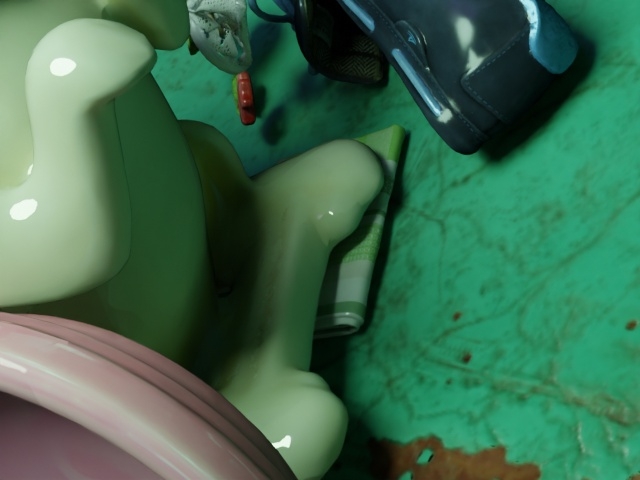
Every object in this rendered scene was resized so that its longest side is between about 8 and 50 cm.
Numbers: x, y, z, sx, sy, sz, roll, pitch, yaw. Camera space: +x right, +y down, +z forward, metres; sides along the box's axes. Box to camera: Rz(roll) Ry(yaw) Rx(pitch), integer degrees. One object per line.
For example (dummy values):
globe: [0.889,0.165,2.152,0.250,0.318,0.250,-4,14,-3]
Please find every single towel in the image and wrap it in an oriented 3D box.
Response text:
towel: [0.000,0.000,0.970,0.113,0.023,0.152,-12,50,38]

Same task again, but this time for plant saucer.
plant saucer: [-0.124,0.160,0.739,0.332,0.332,0.084,-19,23,36]

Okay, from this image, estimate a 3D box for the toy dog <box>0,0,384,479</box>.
toy dog: [-0.207,-0.054,0.849,0.395,0.408,0.285,-15,41,36]

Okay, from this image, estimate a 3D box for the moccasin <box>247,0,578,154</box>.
moccasin: [0.021,-0.163,0.985,0.117,0.137,0.342,-54,36,4]

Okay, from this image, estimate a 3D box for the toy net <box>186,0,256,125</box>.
toy net: [-0.071,-0.136,1.010,0.045,0.122,0.232,-7,7,-3]
